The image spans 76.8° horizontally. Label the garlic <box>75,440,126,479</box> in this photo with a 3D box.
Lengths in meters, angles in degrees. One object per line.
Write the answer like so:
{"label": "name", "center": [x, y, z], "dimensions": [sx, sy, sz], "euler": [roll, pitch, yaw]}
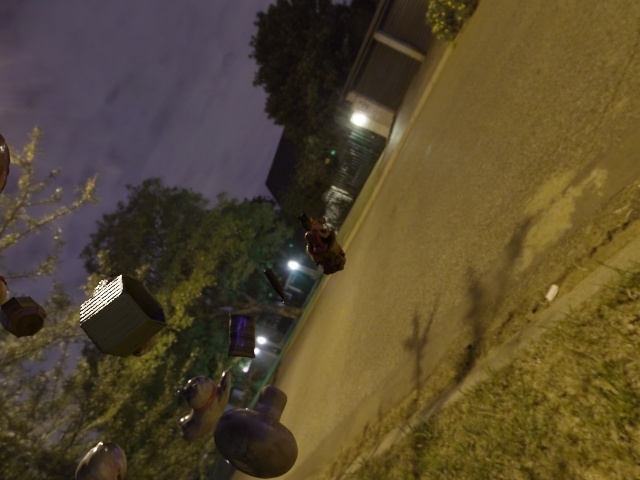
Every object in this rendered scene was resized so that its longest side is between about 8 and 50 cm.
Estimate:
{"label": "garlic", "center": [-0.895, 0.954, 1.659], "dimensions": [0.185, 0.203, 0.281], "euler": [-30, -13, -44]}

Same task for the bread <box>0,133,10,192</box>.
{"label": "bread", "center": [-1.139, -0.257, 1.316], "dimensions": [0.143, 0.196, 0.269], "euler": [-160, 74, -64]}

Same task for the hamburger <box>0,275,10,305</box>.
{"label": "hamburger", "center": [-1.523, 0.237, 1.815], "dimensions": [0.116, 0.211, 0.172], "euler": [100, 157, -59]}

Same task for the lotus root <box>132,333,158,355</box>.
{"label": "lotus root", "center": [-0.786, 0.403, 1.677], "dimensions": [0.291, 0.193, 0.193], "euler": [109, -176, -72]}

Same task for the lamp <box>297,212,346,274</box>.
{"label": "lamp", "center": [0.000, 0.000, 1.389], "dimensions": [0.118, 0.253, 0.118], "euler": [-28, 19, 11]}

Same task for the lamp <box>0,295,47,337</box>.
{"label": "lamp", "center": [-1.323, 0.337, 1.798], "dimensions": [0.161, 0.185, 0.161], "euler": [-24, -56, -41]}

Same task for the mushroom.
{"label": "mushroom", "center": [-0.164, 0.530, 1.137], "dimensions": [0.243, 0.244, 0.243], "euler": [-156, 90, -87]}

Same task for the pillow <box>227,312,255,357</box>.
{"label": "pillow", "center": [-0.316, 0.381, 1.633], "dimensions": [0.203, 0.113, 0.038], "euler": [-101, 30, -46]}

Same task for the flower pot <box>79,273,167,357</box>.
{"label": "flower pot", "center": [-0.675, 0.260, 1.391], "dimensions": [0.190, 0.209, 0.239], "euler": [-38, 37, -5]}

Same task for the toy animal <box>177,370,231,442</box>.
{"label": "toy animal", "center": [-0.551, 0.724, 1.743], "dimensions": [0.188, 0.308, 0.266], "euler": [31, -137, -57]}

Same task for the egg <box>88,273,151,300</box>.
{"label": "egg", "center": [-0.970, 0.303, 1.963], "dimensions": [0.310, 0.279, 0.279], "euler": [-35, -25, -56]}

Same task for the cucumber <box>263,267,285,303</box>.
{"label": "cucumber", "center": [-0.189, 0.194, 1.735], "dimensions": [0.043, 0.163, 0.039], "euler": [-34, -4, 7]}
